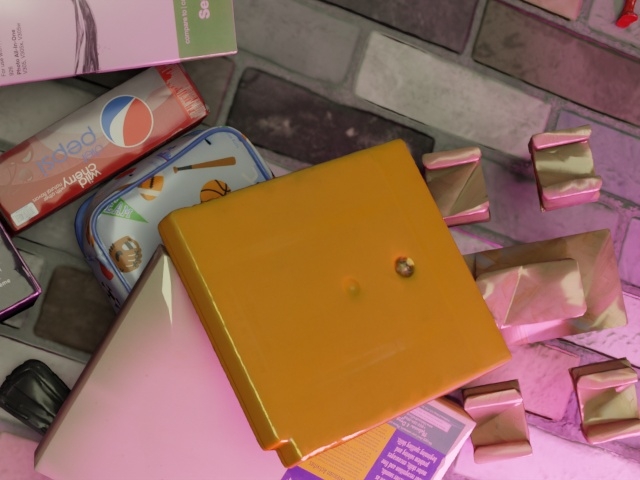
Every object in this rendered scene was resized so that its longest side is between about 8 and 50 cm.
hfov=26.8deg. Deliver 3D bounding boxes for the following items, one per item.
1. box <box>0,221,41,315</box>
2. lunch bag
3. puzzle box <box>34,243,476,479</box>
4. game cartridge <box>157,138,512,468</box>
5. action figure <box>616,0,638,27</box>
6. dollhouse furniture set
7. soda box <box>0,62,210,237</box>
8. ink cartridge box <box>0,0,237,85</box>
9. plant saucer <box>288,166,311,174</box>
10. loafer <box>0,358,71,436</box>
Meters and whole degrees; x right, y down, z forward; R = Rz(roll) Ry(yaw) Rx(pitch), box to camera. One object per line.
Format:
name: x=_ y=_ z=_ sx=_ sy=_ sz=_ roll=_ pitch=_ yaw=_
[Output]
box: x=-0.437 y=-0.024 z=1.370 sx=0.183 sy=0.296 sz=0.294 roll=-29 pitch=92 yaw=-15
lunch bag: x=-0.114 y=0.033 z=1.528 sx=0.243 sy=0.115 sz=0.303 roll=-36 pitch=103 yaw=-21
puzzle box: x=-0.067 y=0.216 z=1.459 sx=0.409 sy=0.052 sz=0.272 roll=30 pitch=96 yaw=-17
game cartridge: x=0.021 y=0.058 z=1.425 sx=0.324 sy=0.053 sz=0.285 roll=-20 pitch=79 yaw=-34
action figure: x=0.471 y=-0.411 z=1.725 sx=0.091 sy=0.139 sz=0.280 roll=18 pitch=78 yaw=-13
dollhouse furniture set: x=0.339 y=0.050 z=1.639 sx=0.394 sy=0.256 sz=0.362 roll=-11 pitch=87 yaw=6
soda box: x=-0.259 y=-0.107 z=1.526 sx=0.263 sy=0.092 sz=0.083 roll=-33 pitch=94 yaw=-15
ink cartridge box: x=-0.260 y=-0.252 z=1.461 sx=0.289 sy=0.211 sz=0.121 roll=-10 pitch=108 yaw=-19
plant saucer: x=0.000 y=0.000 z=1.514 sx=0.168 sy=0.029 sz=0.168 roll=21 pitch=59 yaw=-39
loafer: x=-0.273 y=0.232 z=1.504 sx=0.078 sy=0.076 sz=0.223 roll=-44 pitch=91 yaw=-9
